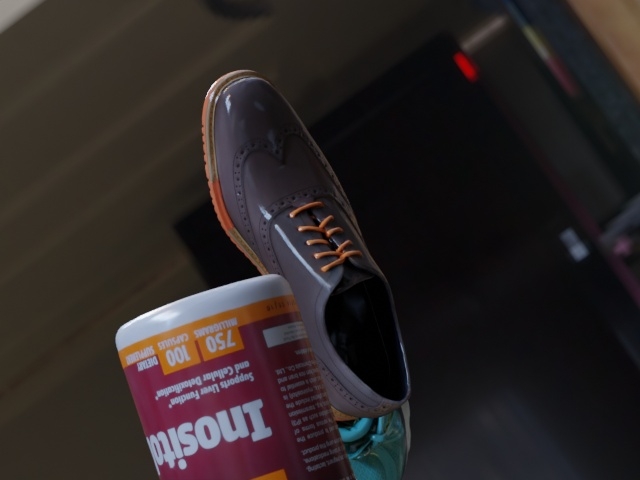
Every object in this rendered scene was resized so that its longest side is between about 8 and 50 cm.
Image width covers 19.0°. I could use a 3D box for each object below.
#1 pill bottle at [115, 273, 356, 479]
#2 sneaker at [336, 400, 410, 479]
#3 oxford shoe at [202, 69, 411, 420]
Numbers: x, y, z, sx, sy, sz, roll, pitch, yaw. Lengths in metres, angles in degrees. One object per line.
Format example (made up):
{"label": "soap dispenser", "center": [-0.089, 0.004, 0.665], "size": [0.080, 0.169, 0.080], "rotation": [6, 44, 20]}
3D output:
{"label": "pill bottle", "center": [-0.032, 0.099, 0.869], "size": [0.086, 0.086, 0.152], "rotation": [14, -123, -80]}
{"label": "sneaker", "center": [0.016, 0.139, 1.564], "size": [0.275, 0.107, 0.110], "rotation": [77, -173, -47]}
{"label": "oxford shoe", "center": [0.000, 0.000, 1.372], "size": [0.098, 0.097, 0.271], "rotation": [-9, 107, 63]}
